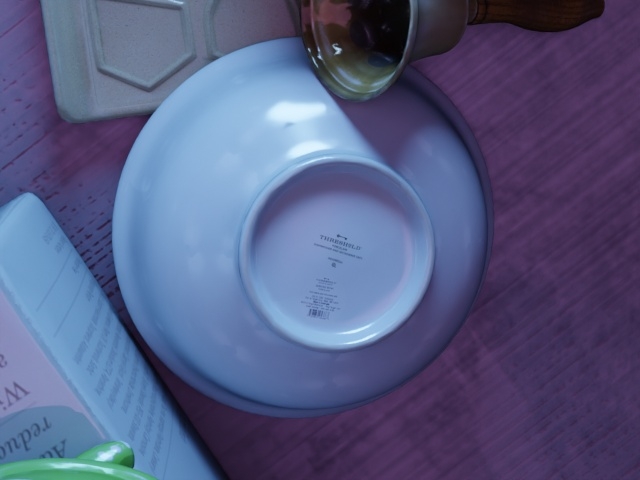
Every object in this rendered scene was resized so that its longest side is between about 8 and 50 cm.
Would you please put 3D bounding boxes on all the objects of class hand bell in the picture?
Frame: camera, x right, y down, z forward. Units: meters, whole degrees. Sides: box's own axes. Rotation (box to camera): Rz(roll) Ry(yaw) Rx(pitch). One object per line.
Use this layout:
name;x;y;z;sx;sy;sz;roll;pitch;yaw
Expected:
hand bell;0.118;-0.171;1.417;0.242;0.126;0.126;-7;99;-36

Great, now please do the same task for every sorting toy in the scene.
sorting toy;-0.094;-0.160;1.472;0.229;0.041;0.307;-8;100;-7

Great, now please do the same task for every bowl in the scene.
bowl;0.000;0.000;1.420;0.298;0.134;0.298;-1;98;-10

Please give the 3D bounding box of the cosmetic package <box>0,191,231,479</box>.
cosmetic package;-0.243;0.225;1.366;0.329;0.327;0.394;-33;98;2

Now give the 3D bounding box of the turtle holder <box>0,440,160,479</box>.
turtle holder;-0.194;0.260;1.094;0.320;0.227;0.243;-7;98;-2
